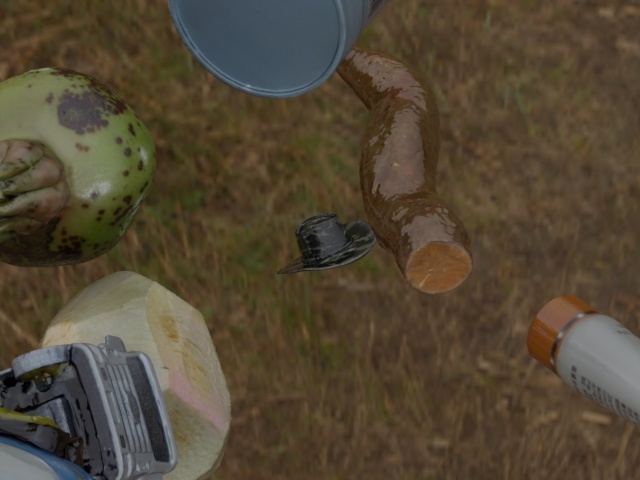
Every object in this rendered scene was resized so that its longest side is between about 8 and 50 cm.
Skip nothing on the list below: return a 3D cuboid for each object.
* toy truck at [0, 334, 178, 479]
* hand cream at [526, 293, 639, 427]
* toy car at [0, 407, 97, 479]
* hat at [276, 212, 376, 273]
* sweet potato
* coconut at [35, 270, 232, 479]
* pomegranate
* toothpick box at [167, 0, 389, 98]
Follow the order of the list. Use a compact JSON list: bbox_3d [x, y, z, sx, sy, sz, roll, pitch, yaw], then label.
[{"bbox_3d":[-0.301,0.201,1.656,0.367,0.175,0.146,-21,80,26],"label":"toy truck"},{"bbox_3d":[0.348,0.165,1.987,0.314,0.140,0.089,39,99,40],"label":"hand cream"},{"bbox_3d":[-0.233,0.163,0.821,0.314,0.166,0.198,-3,73,29],"label":"toy car"},{"bbox_3d":[0.000,0.000,2.089,0.121,0.050,0.121,-23,16,7],"label":"hat"},{"bbox_3d":[0.057,-0.063,1.313,0.067,0.059,0.281,-27,36,14],"label":"sweet potato"},{"bbox_3d":[-0.203,0.149,1.873,0.197,0.237,0.236,-21,56,23],"label":"coconut"},{"bbox_3d":[-0.299,-0.081,1.925,0.222,0.276,0.204,-32,72,12],"label":"pomegranate"},{"bbox_3d":[-0.001,-0.154,0.974,0.101,0.101,0.153,20,41,14],"label":"toothpick box"}]
